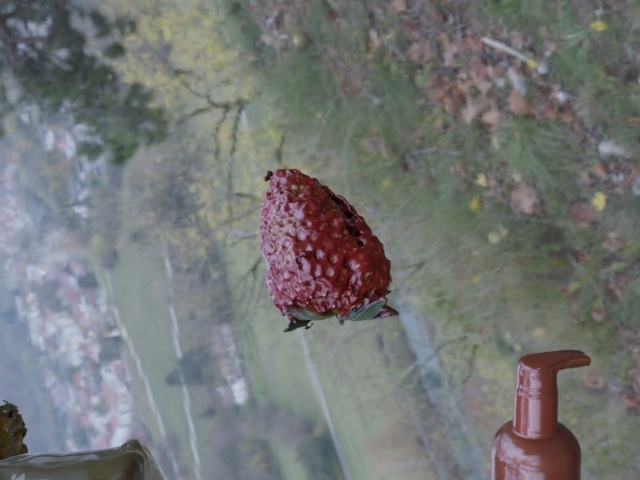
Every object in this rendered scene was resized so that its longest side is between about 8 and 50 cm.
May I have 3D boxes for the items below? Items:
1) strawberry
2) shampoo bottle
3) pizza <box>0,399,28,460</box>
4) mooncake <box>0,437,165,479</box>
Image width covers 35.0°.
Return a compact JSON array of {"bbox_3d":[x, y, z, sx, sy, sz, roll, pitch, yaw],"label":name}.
[{"bbox_3d":[0.013,-0.005,1.272,0.098,0.175,0.228,125,141,-54],"label":"strawberry"},{"bbox_3d":[0.190,0.215,0.891,0.085,0.086,0.244,32,126,59],"label":"shampoo bottle"},{"bbox_3d":[-0.448,0.308,1.371,0.292,0.058,0.197,69,-149,-45],"label":"pizza"},{"bbox_3d":[-0.272,0.427,1.116,0.393,0.246,0.393,-86,-10,-77],"label":"mooncake"}]
